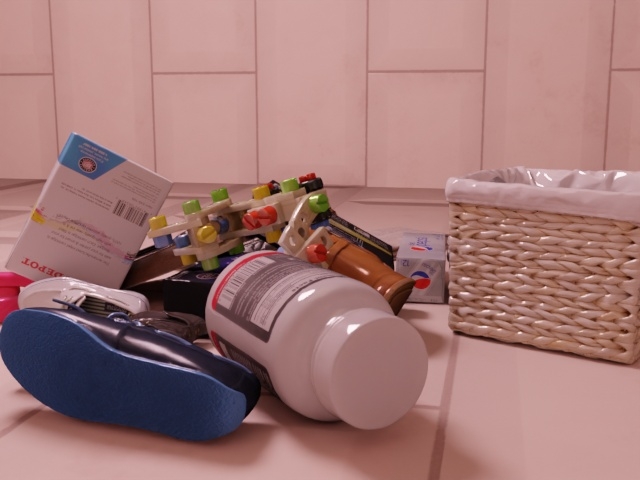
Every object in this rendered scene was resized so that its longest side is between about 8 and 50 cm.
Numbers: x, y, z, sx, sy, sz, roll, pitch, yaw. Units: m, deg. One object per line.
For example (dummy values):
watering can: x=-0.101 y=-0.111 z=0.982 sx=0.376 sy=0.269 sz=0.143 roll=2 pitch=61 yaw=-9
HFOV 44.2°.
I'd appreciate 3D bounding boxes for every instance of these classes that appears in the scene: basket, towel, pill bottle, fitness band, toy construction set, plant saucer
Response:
basket: x=0.419 y=0.019 z=1.320 sx=0.331 sy=0.266 sz=0.328 roll=6 pitch=12 yaw=34
towel: x=0.185 y=0.002 z=2.027 sx=0.187 sy=0.049 sz=0.282 roll=10 pitch=14 yaw=43
pill bottle: x=-0.011 y=0.122 z=0.996 sx=0.176 sy=0.176 sz=0.318 roll=-6 pitch=12 yaw=-28
fitness band: x=-0.642 y=0.106 z=1.438 sx=0.291 sy=0.054 sz=0.209 roll=-4 pitch=11 yaw=-14
toy construction set: x=-0.104 y=-0.024 z=1.291 sx=0.328 sy=0.151 sz=0.215 roll=9 pitch=22 yaw=37
plant saucer: x=-0.271 y=0.026 z=1.581 sx=0.311 sy=0.050 sz=0.310 roll=-22 pitch=3 yaw=1

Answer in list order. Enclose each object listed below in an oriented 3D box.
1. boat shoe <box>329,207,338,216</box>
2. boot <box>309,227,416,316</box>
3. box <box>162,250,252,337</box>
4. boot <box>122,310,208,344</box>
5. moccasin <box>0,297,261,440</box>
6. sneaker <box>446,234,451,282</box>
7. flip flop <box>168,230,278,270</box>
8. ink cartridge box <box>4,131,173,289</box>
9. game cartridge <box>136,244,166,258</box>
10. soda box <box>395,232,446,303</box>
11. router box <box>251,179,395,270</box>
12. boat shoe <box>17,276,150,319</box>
boat shoe: x=0.000 y=0.000 z=1.915 sx=0.104 sy=0.110 sz=0.307 roll=31 pitch=24 yaw=5
boot: x=0.050 y=0.048 z=1.345 sx=0.220 sy=0.109 sz=0.283 roll=33 pitch=11 yaw=6
box: x=-0.136 y=0.092 z=1.389 sx=0.184 sy=0.103 sz=0.261 roll=0 pitch=10 yaw=16
boot: x=-0.297 y=0.148 z=1.162 sx=0.263 sy=0.091 sz=0.229 roll=3 pitch=5 yaw=-5
moccasin: x=-0.235 y=0.166 z=0.969 sx=0.342 sy=0.137 sz=0.117 roll=19 pitch=12 yaw=19
sneaker: x=0.290 y=0.068 z=1.551 sx=0.099 sy=0.121 sz=0.262 roll=2 pitch=-13 yaw=17
flip flop: x=-0.210 y=0.019 z=1.820 sx=0.277 sy=0.112 sz=0.080 roll=-12 pitch=-28 yaw=-8
ink cartridge box: x=-0.436 y=-0.040 z=1.483 sx=0.198 sy=0.270 sz=0.197 roll=28 pitch=-1 yaw=-20
game cartridge: x=-0.345 y=0.021 z=1.575 sx=0.083 sy=0.017 sz=0.056 roll=-22 pitch=-1 yaw=-14
soda box: x=0.209 y=0.051 z=1.631 sx=0.098 sy=0.091 sz=0.286 roll=3 pitch=11 yaw=8
router box: x=0.000 y=-0.007 z=1.612 sx=0.309 sy=0.081 sz=0.243 roll=29 pitch=11 yaw=-1
boat shoe: x=-0.407 y=0.108 z=1.334 sx=0.226 sy=0.083 sz=0.076 roll=1 pitch=9 yaw=1
